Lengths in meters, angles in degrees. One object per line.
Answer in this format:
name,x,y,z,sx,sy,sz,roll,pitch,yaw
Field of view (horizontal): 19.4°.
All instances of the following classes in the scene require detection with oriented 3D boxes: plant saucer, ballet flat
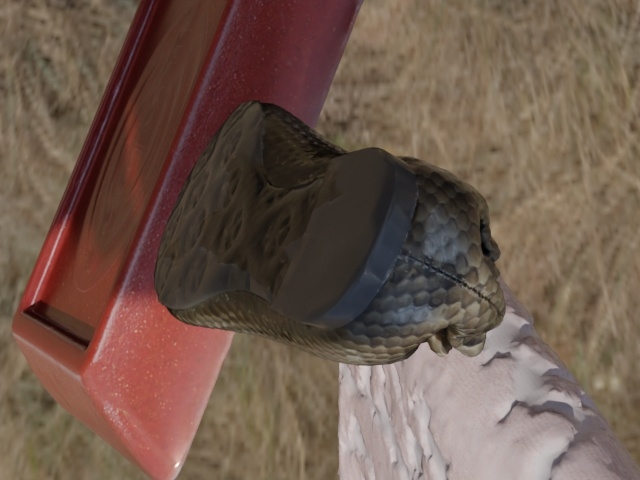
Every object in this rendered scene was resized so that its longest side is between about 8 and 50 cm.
plant saucer,-0.067,-0.037,0.838,0.048,0.259,0.258,22,86,-16
ballet flat,0.000,0.000,0.608,0.058,0.250,0.084,24,86,-19

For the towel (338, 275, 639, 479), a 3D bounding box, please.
towel,0.064,0.179,0.694,0.053,0.332,0.317,-6,118,-15
